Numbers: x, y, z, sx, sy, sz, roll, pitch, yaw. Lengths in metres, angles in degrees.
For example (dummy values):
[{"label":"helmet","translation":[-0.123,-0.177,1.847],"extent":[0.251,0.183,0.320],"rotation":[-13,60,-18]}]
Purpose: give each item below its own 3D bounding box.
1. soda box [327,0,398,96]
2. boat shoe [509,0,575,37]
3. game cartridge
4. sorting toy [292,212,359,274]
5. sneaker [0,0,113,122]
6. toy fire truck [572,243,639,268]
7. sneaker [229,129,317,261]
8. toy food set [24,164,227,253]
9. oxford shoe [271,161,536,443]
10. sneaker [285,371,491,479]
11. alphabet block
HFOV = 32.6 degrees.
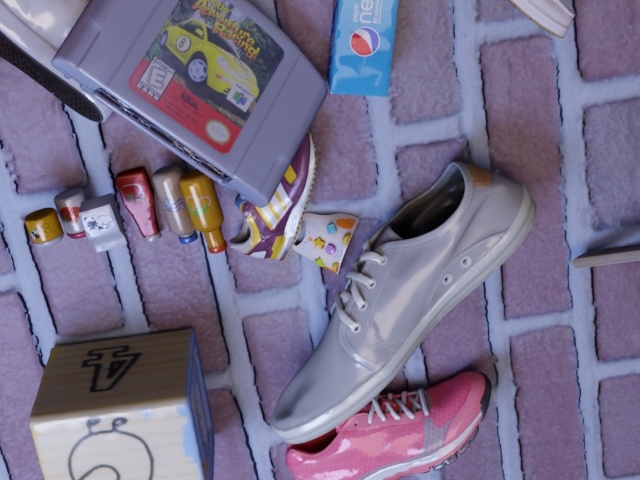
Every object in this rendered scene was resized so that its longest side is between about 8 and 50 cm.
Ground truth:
[{"label":"soda box","translation":[0.052,-0.280,1.285],"extent":[0.071,0.067,0.210],"rotation":[3,113,-5]},{"label":"boat shoe","translation":[0.211,-0.349,1.250],"extent":[0.277,0.098,0.096],"rotation":[41,106,-18]},{"label":"game cartridge","translation":[-0.136,-0.196,1.259],"extent":[0.294,0.060,0.196],"rotation":[34,66,-21]},{"label":"sorting toy","translation":[0.000,0.000,1.426],"extent":[0.075,0.045,0.083],"rotation":[22,112,7]},{"label":"sneaker","translation":[-0.332,-0.268,1.261],"extent":[0.290,0.106,0.123],"rotation":[39,71,-11]},{"label":"toy fire truck","translation":[0.483,0.042,1.423],"extent":[0.246,0.217,0.158],"rotation":[42,110,24]},{"label":"sneaker","translation":[-0.061,-0.060,1.373],"extent":[0.084,0.069,0.185],"rotation":[9,112,-14]},{"label":"toy food set","translation":[-0.235,-0.020,1.352],"extent":[0.232,0.111,0.104],"rotation":[-16,114,0]},{"label":"oxford shoe","translation":[0.080,0.071,1.393],"extent":[0.130,0.169,0.449],"rotation":[39,98,-22]},{"label":"sneaker","translation":[0.088,0.260,1.504],"extent":[0.314,0.116,0.136],"rotation":[-34,111,11]},{"label":"alphabet block","translation":[-0.250,0.247,1.428],"extent":[0.197,0.193,0.192],"rotation":[-9,113,-1]}]
